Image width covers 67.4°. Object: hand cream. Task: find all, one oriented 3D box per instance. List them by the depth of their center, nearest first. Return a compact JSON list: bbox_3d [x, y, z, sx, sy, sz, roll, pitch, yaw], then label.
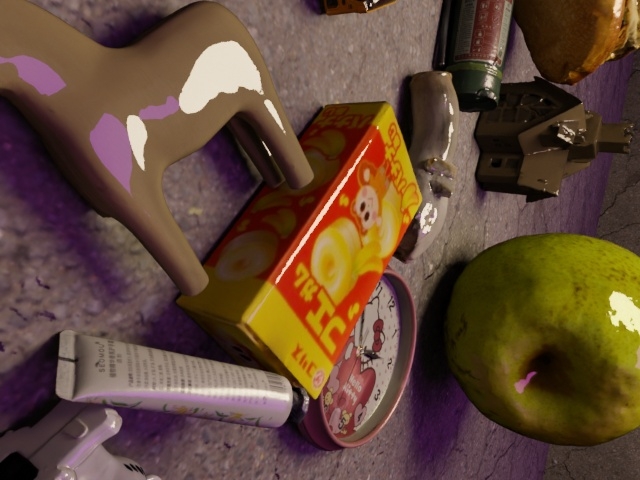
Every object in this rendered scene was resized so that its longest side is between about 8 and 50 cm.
[{"bbox_3d":[-0.094,0.110,0.358,0.195,0.067,0.042,23,111,-33],"label":"hand cream"}]

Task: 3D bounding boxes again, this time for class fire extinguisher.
[{"bbox_3d":[0.246,-0.353,0.731,0.093,0.118,0.294,-50,149,-88],"label":"fire extinguisher"}]

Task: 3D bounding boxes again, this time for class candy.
[{"bbox_3d":[0.000,0.000,0.484,0.276,0.088,0.146,-59,140,-27],"label":"candy"}]

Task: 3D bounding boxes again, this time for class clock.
[{"bbox_3d":[-0.180,0.196,0.292,0.176,0.080,0.117,-46,132,-40],"label":"clock"},{"bbox_3d":[0.047,0.142,0.607,0.245,0.056,0.244,-12,106,-50],"label":"clock"}]

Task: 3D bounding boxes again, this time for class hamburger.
[{"bbox_3d":[0.423,-0.435,0.806,0.314,0.170,0.290,63,1,-3],"label":"hamburger"}]

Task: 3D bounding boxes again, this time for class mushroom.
[{"bbox_3d":[0.137,-0.103,0.648,0.099,0.096,0.277,142,-34,-76],"label":"mushroom"}]

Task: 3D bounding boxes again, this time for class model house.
[{"bbox_3d":[0.442,-0.174,0.906,0.211,0.244,0.204,37,68,-51],"label":"model house"}]

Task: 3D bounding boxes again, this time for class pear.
[{"bbox_3d":[0.412,0.155,0.851,0.391,0.391,0.390,-17,111,-51],"label":"pear"}]

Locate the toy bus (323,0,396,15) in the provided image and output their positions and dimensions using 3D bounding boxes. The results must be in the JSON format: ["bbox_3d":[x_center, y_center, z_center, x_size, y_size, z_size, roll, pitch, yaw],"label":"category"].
[{"bbox_3d":[0.029,-0.308,0.461,0.070,0.074,0.162,-40,129,-40],"label":"toy bus"}]

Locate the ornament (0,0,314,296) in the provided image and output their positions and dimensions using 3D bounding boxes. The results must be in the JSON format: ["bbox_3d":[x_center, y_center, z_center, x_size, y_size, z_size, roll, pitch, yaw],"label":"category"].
[{"bbox_3d":[-0.124,-0.079,0.320,0.230,0.061,0.244,-51,131,-31],"label":"ornament"}]
